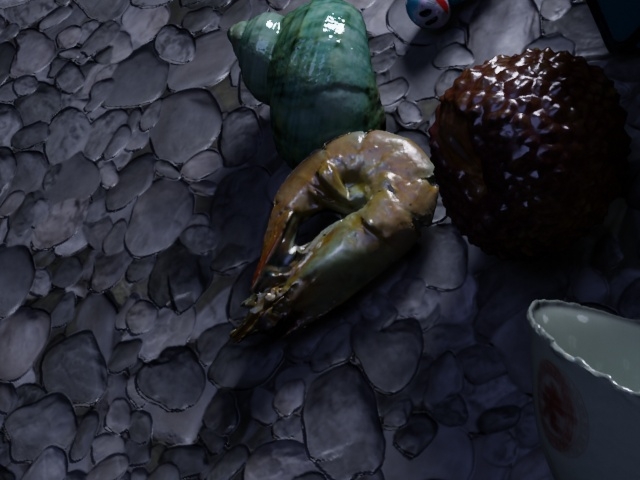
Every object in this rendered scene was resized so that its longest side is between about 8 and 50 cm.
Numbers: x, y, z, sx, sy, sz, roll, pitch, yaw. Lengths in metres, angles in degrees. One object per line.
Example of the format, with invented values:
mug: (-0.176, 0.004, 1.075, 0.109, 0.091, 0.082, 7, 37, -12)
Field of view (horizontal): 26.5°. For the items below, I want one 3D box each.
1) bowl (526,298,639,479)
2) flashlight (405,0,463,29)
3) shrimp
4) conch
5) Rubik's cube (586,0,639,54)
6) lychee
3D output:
bowl: (0.280, 0.178, 0.976, 0.337, 0.337, 0.157, 27, 102, 37)
flashlight: (0.146, -0.274, 1.438, 0.129, 0.051, 0.051, -41, 52, -2)
shrimp: (0.000, 0.000, 1.341, 0.145, 0.061, 0.267, 43, 95, 17)
conch: (-0.013, -0.170, 1.424, 0.188, 0.122, 0.175, 46, 115, 42)
Rubik's cube: (0.356, -0.345, 1.228, 0.260, 0.259, 0.254, -8, 61, 27)
lychee: (0.195, -0.082, 1.231, 0.188, 0.188, 0.188, -13, 58, 22)
